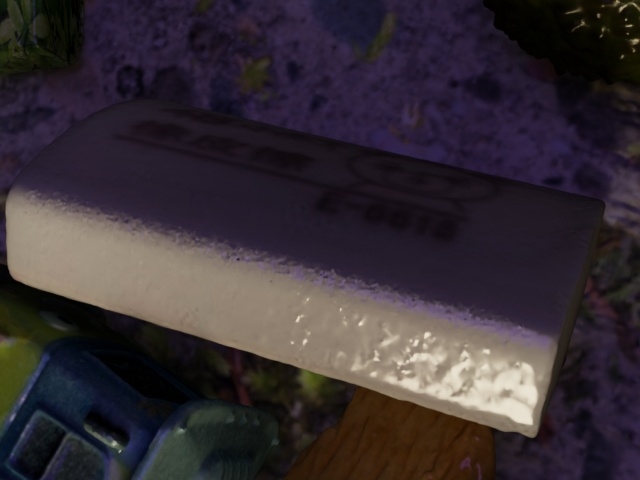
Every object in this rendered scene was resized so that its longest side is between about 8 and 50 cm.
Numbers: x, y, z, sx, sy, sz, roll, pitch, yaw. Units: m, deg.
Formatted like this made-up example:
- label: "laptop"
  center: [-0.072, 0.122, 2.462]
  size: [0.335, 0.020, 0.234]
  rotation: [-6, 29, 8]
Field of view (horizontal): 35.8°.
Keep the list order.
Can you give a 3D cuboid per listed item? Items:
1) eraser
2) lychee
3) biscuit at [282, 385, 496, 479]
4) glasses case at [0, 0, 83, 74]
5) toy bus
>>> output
- label: "eraser"
  center: [0.000, 0.000, 0.515]
  size: [0.270, 0.174, 0.095]
  rotation: [14, 114, 18]
- label: "lychee"
  center: [0.155, -0.158, 0.522]
  size: [0.171, 0.171, 0.171]
  rotation: [-3, 77, 14]
- label: "biscuit"
  center: [0.020, 0.151, 0.507]
  size: [0.144, 0.033, 0.224]
  rotation: [21, 74, 53]
- label: "glasses case"
  center: [-0.300, -0.151, 0.682]
  size: [0.272, 0.062, 0.095]
  rotation: [-4, 83, 14]
- label: "toy bus"
  center: [-0.179, 0.187, 0.528]
  size: [0.190, 0.152, 0.312]
  rotation: [28, 86, 21]
